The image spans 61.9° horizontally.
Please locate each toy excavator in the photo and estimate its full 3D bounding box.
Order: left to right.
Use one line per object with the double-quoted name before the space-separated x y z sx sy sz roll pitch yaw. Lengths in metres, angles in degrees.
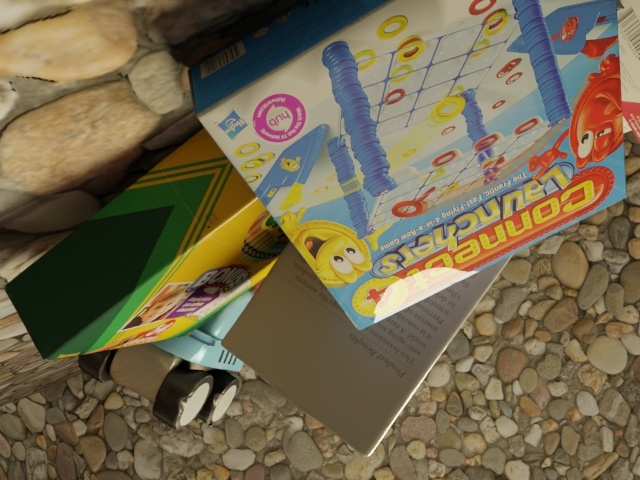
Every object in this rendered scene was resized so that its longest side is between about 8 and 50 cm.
"toy excavator" -0.202 0.128 1.108 0.446 0.222 0.433 -61 164 -9

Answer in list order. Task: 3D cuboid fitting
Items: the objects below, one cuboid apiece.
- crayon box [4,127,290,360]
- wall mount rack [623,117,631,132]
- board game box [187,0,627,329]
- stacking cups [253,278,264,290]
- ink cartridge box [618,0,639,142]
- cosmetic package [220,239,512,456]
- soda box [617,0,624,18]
"crayon box" -0.153 0.012 0.712 0.313 0.106 0.363 -36 170 4
"wall mount rack" 0.641 -0.273 1.266 0.349 0.304 0.131 -20 -139 30
"board game box" 0.099 -0.091 0.474 0.308 0.086 0.302 -28 133 8
"stacking cups" -0.057 0.040 1.480 0.316 0.096 0.096 -46 169 18
"ink cartridge box" 0.621 -0.317 0.795 0.160 0.279 0.385 -27 175 -10
"cosmetic package" 0.103 0.010 0.696 0.453 0.230 0.161 -55 171 5
"soda box" 0.300 -0.267 0.679 0.091 0.098 0.286 -29 175 22
